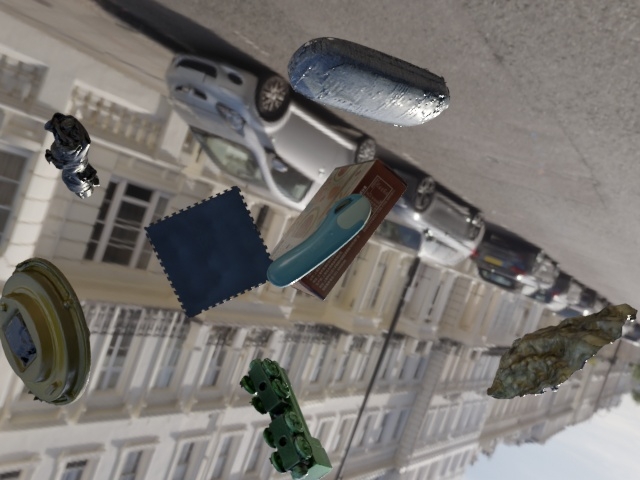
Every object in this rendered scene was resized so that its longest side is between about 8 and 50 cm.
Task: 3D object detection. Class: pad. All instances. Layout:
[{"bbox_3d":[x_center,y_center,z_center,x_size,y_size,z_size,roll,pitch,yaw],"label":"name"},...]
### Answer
[{"bbox_3d":[-0.276,0.030,1.596,0.269,0.269,0.012,-23,-172,-4],"label":"pad"}]

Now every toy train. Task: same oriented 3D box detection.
[{"bbox_3d":[-0.065,0.332,1.174,0.119,0.085,0.251,39,-162,-48],"label":"toy train"}]

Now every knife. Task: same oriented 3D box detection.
[{"bbox_3d":[0.000,0.000,1.050,0.064,0.222,0.031,49,164,3],"label":"knife"}]

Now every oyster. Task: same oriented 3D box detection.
[{"bbox_3d":[0.307,0.135,0.804,0.072,0.133,0.209,47,147,11],"label":"oyster"}]

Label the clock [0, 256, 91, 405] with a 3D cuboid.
[{"bbox_3d":[-0.431,0.143,0.942,0.237,0.236,0.057,21,-158,34],"label":"clock"}]

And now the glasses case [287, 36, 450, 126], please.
[{"bbox_3d":[0.080,-0.238,0.963,0.283,0.067,0.109,10,151,-32],"label":"glasses case"}]

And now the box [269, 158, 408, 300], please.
[{"bbox_3d":[0.029,-0.037,1.762,0.122,0.385,0.344,39,171,-15],"label":"box"}]

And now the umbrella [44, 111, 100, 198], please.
[{"bbox_3d":[-0.437,-0.136,1.096,0.080,0.071,0.224,53,158,10],"label":"umbrella"}]
